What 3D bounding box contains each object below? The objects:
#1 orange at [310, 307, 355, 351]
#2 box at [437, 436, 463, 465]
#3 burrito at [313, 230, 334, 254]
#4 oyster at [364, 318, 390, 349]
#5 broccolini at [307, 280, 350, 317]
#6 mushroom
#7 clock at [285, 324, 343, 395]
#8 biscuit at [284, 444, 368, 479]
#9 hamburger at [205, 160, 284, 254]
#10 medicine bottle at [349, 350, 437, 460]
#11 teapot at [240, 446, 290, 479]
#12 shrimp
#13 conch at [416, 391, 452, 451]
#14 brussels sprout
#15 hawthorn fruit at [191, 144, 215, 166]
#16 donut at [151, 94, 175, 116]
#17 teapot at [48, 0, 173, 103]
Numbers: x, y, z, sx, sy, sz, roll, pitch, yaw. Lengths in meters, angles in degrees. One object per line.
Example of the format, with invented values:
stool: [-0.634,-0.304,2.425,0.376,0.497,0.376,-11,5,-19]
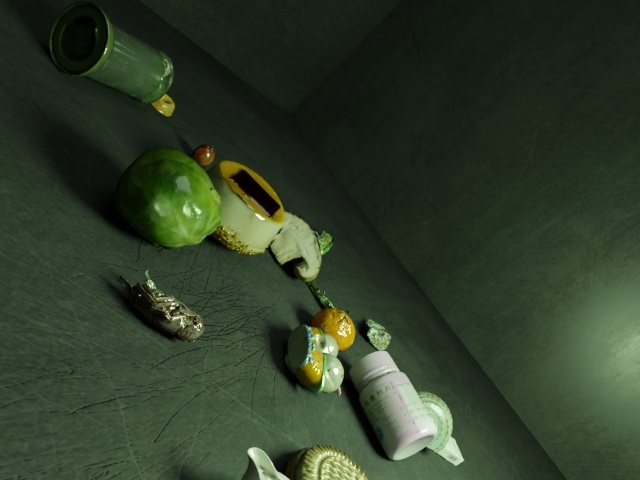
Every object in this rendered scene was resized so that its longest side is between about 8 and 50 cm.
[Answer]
orange: [0.039,0.255,1.451,0.136,0.117,0.136,50,16,-20]
box: [0.386,0.644,1.601,0.154,0.040,0.084,40,19,-27]
burrito: [0.000,0.000,2.104,0.104,0.054,0.288,47,15,-2]
oyster: [0.205,0.338,1.823,0.125,0.064,0.177,43,13,-4]
broccolini: [0.021,0.186,1.715,0.272,0.062,0.123,55,6,35]
mushroom: [-0.079,0.038,1.691,0.286,0.155,0.151,58,-10,31]
clock: [-0.009,0.292,1.248,0.144,0.103,0.231,43,18,-25]
biscuit: [0.035,0.489,0.917,0.259,0.079,0.259,45,15,-15]
hamburger: [-0.237,-0.085,1.412,0.276,0.179,0.294,43,19,-9]
medicine bottle: [0.187,0.435,1.347,0.152,0.152,0.255,30,23,-50]
teapot: [-0.067,0.429,0.756,0.226,0.092,0.145,51,18,5]
shrimp: [-0.297,0.121,0.935,0.190,0.075,0.073,35,49,-10]
conch: [0.322,0.522,1.507,0.172,0.131,0.200,30,20,7]
brussels sprout: [-0.330,-0.088,1.117,0.244,0.244,0.244,44,15,-15]
hawthorn fruit: [-0.391,-0.285,1.683,0.077,0.077,0.077,44,15,-15]
donut: [-0.557,-0.485,1.781,0.097,0.043,0.108,41,20,-22]
teapot: [-0.621,-0.543,1.507,0.270,0.201,0.337,18,4,18]
